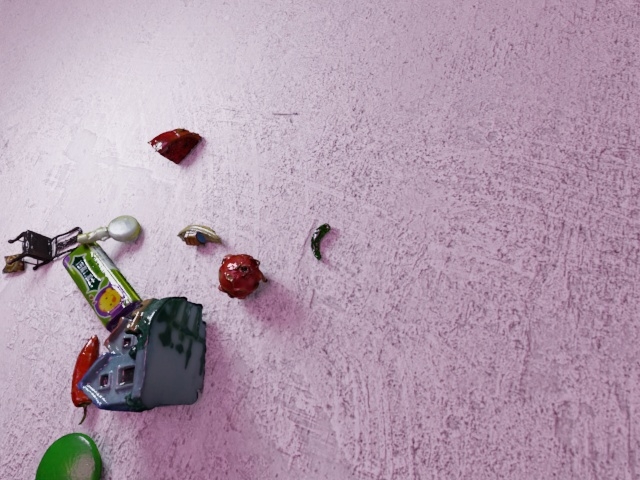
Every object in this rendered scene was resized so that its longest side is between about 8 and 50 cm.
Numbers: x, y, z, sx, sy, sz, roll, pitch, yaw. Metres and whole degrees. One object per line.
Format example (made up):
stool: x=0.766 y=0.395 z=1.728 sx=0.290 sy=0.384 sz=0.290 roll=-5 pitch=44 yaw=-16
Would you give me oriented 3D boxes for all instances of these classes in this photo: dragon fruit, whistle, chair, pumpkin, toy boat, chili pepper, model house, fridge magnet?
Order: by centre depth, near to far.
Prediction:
fridge magnet: x=-0.696 y=0.647 z=1.113 sx=0.208 sy=0.088 sz=0.208 roll=-6 pitch=68 yaw=15
model house: x=-0.521 y=0.325 z=1.116 sx=0.329 sy=0.252 sz=0.295 roll=-13 pitch=65 yaw=19
dragon fruit: x=-0.232 y=0.097 z=1.154 sx=0.136 sy=0.166 sz=0.133 roll=-27 pitch=80 yaw=-27
chili pepper: x=-0.008 y=0.000 z=1.193 sx=0.055 sy=0.035 sz=0.118 roll=1 pitch=64 yaw=36
chili pepper: x=-0.723 y=0.422 z=1.231 sx=0.063 sy=0.071 sz=0.272 roll=-45 pitch=47 yaw=41
toy boat: x=-0.391 y=-0.011 z=1.303 sx=0.172 sy=0.065 sz=0.066 roll=2 pitch=56 yaw=24
whistle: x=-0.727 y=-0.025 z=1.386 sx=0.198 sy=0.057 sz=0.104 roll=-20 pitch=56 yaw=-19
chair: x=-1.008 y=0.012 z=1.470 sx=0.229 sy=0.113 sz=0.106 roll=-26 pitch=65 yaw=10
dragon fruit: x=-0.539 y=-0.375 z=1.473 sx=0.161 sy=0.127 sz=0.120 roll=-44 pitch=70 yaw=-2
pumpkin: x=-1.160 y=0.089 z=1.528 sx=0.101 sy=0.035 sz=0.073 roll=-5 pitch=78 yaw=12

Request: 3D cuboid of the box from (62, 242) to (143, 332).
box: x=-0.718 y=0.146 z=1.327 sx=0.345 sy=0.097 sz=0.134 roll=38 pitch=75 yaw=27

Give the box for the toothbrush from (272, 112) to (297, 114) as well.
toothbrush: x=-0.127 y=-0.452 z=1.433 sx=0.097 sy=0.008 sz=0.006 roll=5 pitch=56 yaw=21
